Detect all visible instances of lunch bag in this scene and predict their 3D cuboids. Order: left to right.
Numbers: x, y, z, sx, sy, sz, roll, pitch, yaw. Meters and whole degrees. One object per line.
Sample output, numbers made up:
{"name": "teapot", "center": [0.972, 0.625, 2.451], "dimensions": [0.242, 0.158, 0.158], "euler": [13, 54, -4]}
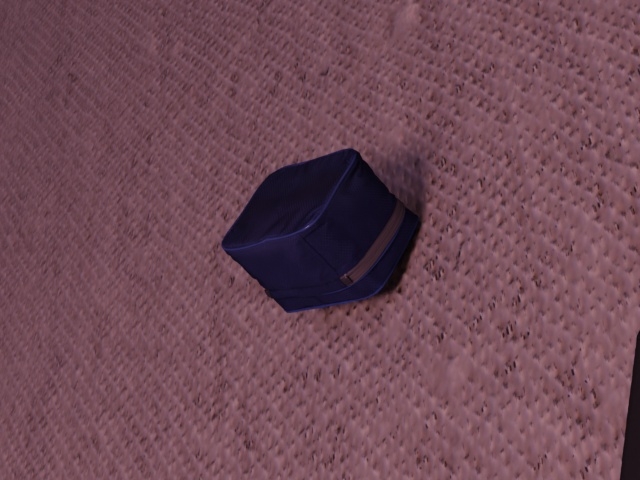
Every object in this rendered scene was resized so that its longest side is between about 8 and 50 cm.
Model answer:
{"name": "lunch bag", "center": [0.000, 0.000, 1.067], "dimensions": [0.098, 0.065, 0.067], "euler": [-12, 38, 52]}

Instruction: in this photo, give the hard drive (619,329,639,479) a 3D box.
{"name": "hard drive", "center": [0.150, 0.078, 0.742], "dimensions": [0.094, 0.022, 0.135], "euler": [-32, 37, 48]}
